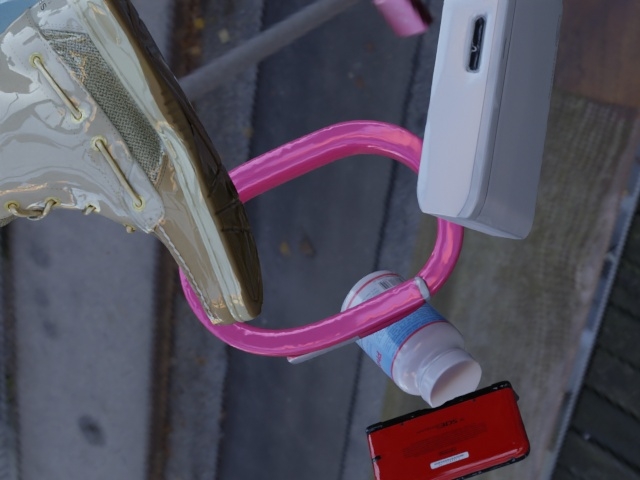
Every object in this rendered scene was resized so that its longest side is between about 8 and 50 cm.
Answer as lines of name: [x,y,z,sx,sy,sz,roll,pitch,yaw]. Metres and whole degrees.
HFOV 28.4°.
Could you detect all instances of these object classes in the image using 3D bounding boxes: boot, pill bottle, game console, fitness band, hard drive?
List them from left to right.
boot: [-0.173,-0.028,0.873,0.203,0.095,0.262,-27,95,7]
fitness band: [0.000,0.000,1.263,0.054,0.291,0.209,54,-168,-77]
pill bottle: [0.096,0.107,1.342,0.160,0.087,0.087,45,140,44]
game console: [0.124,0.193,1.186,0.124,0.144,0.085,-101,-13,-47]
hard drive: [0.144,-0.124,1.003,0.047,0.353,0.233,8,90,15]

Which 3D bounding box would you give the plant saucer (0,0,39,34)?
plant saucer: [-0.411,-0.280,1.618,0.195,0.195,0.037,24,151,36]
